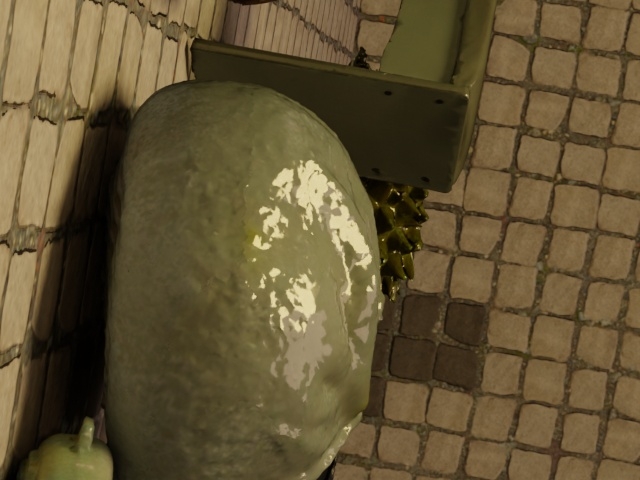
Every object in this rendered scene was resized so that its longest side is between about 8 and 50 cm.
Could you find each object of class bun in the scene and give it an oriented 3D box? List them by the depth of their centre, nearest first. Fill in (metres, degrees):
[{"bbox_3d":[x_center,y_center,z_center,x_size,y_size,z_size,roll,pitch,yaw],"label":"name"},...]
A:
[{"bbox_3d":[-0.063,0.056,1.451,0.362,0.211,0.362,-176,-90,-82],"label":"bun"}]

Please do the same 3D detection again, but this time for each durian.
[{"bbox_3d":[-0.010,0.001,1.986,0.198,0.163,0.394,54,-41,47],"label":"durian"}]

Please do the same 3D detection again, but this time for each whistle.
[{"bbox_3d":[-0.193,0.240,1.332,0.126,0.067,0.258,-106,-152,-71],"label":"whistle"}]

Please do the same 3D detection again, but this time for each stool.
[{"bbox_3d":[0.029,-0.209,1.836,0.170,0.270,0.243,95,7,-58],"label":"stool"}]

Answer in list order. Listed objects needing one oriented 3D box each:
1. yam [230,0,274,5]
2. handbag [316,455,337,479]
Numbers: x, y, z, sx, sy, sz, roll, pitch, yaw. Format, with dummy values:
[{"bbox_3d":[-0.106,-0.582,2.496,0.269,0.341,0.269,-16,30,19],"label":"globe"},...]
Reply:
[{"bbox_3d":[-0.064,-0.258,1.524,0.238,0.129,0.128,-6,71,-86],"label":"yam"},{"bbox_3d":[-0.096,0.229,1.797,0.325,0.118,0.269,-70,152,-49],"label":"handbag"}]
